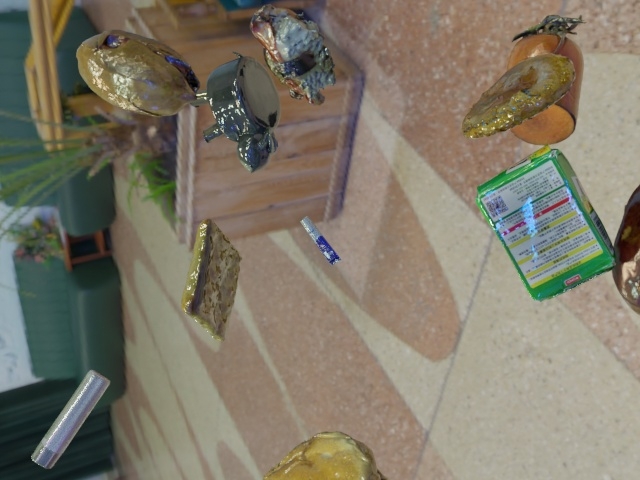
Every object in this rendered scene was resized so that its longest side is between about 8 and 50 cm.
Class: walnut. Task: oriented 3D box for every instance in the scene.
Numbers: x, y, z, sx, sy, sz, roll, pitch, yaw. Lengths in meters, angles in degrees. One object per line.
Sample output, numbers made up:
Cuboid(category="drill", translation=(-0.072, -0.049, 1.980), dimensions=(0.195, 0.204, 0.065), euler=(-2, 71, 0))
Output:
Cuboid(category="walnut", translation=(-0.317, -0.287, 1.409), dimensions=(0.245, 0.137, 0.137), euler=(26, 139, 9))

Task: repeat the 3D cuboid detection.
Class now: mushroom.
Cuboid(category="mushroom", translation=(0.758, 0.006, 1.665), dimensions=(0.345, 0.259, 0.346), euler=(-3, 87, 60))

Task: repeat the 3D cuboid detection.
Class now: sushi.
Cuboid(category="sushi", translation=(-0.033, -0.316, 1.381), dimensions=(0.103, 0.097, 0.226), euler=(20, 159, 34))

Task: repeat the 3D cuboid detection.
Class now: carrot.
Cuboid(category="carrot", translation=(0.582, -0.437, 2.117), dimensions=(0.193, 0.214, 0.332), euler=(6, 81, 28))

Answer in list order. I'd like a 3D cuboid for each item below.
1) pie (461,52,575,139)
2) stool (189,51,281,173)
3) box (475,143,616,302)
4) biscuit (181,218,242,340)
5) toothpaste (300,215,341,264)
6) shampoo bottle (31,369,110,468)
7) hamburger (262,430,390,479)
Cuboid(category="pie", translation=(0.409, -0.299, 1.713), dimensions=(0.069, 0.273, 0.273), euler=(47, 161, -16))
Cuboid(category="stool", translation=(-0.167, -0.248, 1.585), dimensions=(0.139, 0.153, 0.228), euler=(-16, 60, 27))
Cuboid(category="box", translation=(0.408, -0.030, 1.475), dimensions=(0.250, 0.180, 0.103), euler=(61, -164, -1))
Cuboid(category="biscuit", translation=(-0.089, 0.034, 0.678), dimensions=(0.081, 0.018, 0.083), euler=(57, -142, -62))
Cuboid(category="toothpaste", translation=(0.000, 0.000, 1.220), dimensions=(0.024, 0.015, 0.083), euler=(-28, 101, 41))
Cuboid(category="shampoo bottle", translation=(-0.562, 0.402, 1.836), dimensions=(0.055, 0.227, 0.086), euler=(34, 168, -5))
Cuboid(category="hamburger", translation=(0.020, 0.457, 1.356), dimensions=(0.163, 0.244, 0.244), euler=(50, 173, -36))
